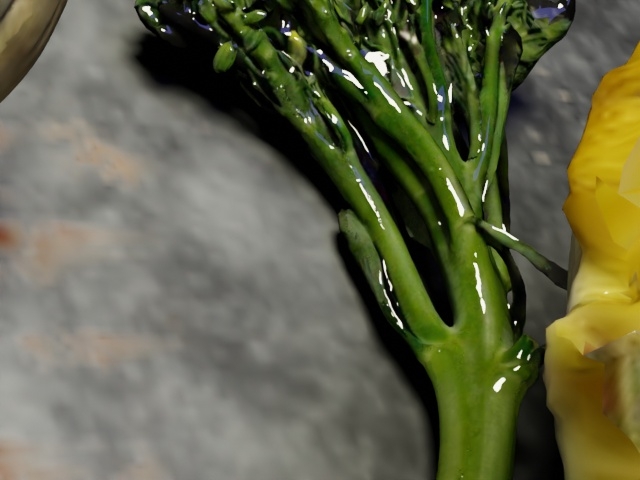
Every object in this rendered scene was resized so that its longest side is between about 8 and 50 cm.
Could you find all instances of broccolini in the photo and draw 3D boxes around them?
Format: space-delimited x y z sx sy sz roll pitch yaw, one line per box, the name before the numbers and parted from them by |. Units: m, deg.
broccolini | 0.000 0.007 0.435 0.123 0.062 0.271 19 49 -10

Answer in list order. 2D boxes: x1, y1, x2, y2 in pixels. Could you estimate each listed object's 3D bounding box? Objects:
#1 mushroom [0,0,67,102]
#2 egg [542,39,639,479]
mushroom | -0.200 -0.170 0.374 0.177 0.126 0.397 -13 61 -52
egg | 0.159 0.031 0.451 0.286 0.174 0.264 -29 95 -27
